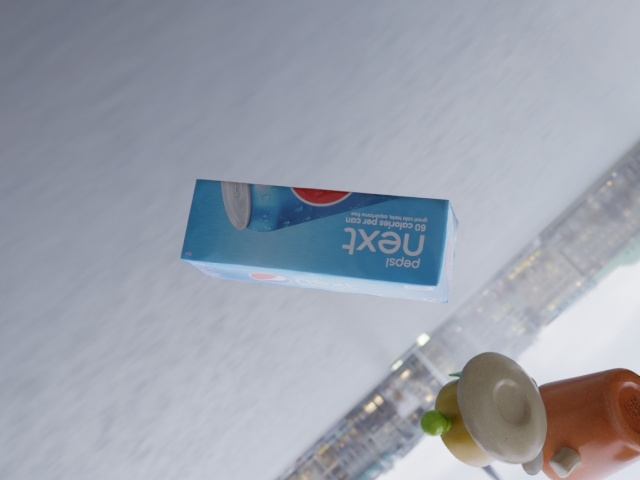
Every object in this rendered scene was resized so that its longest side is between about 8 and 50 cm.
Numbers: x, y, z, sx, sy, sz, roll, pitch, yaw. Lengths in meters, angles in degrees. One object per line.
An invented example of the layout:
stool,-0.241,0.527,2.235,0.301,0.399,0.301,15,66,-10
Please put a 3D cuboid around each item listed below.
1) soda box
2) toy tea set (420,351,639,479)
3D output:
soda box,0.000,0.000,0.787,0.067,0.210,0.071,48,50,-69
toy tea set,0.156,0.196,0.772,0.336,0.200,0.124,11,149,-34
